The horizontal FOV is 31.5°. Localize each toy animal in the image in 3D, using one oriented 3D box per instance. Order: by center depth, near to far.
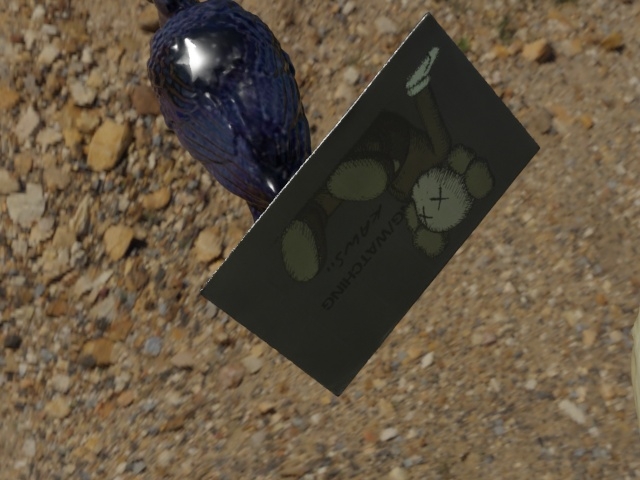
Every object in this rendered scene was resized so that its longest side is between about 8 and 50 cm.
[{"bbox_3d":[-0.078,-0.124,0.996,0.122,0.185,0.298,-25,65,-3],"label":"toy animal"}]

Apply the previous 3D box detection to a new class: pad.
[{"bbox_3d":[0.033,-0.014,0.625,0.190,0.004,0.127,-51,129,-1],"label":"pad"}]

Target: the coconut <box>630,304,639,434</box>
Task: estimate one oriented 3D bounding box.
[{"bbox_3d":[0.261,0.082,0.371,0.323,0.323,0.323,5,70,-15],"label":"coconut"}]
